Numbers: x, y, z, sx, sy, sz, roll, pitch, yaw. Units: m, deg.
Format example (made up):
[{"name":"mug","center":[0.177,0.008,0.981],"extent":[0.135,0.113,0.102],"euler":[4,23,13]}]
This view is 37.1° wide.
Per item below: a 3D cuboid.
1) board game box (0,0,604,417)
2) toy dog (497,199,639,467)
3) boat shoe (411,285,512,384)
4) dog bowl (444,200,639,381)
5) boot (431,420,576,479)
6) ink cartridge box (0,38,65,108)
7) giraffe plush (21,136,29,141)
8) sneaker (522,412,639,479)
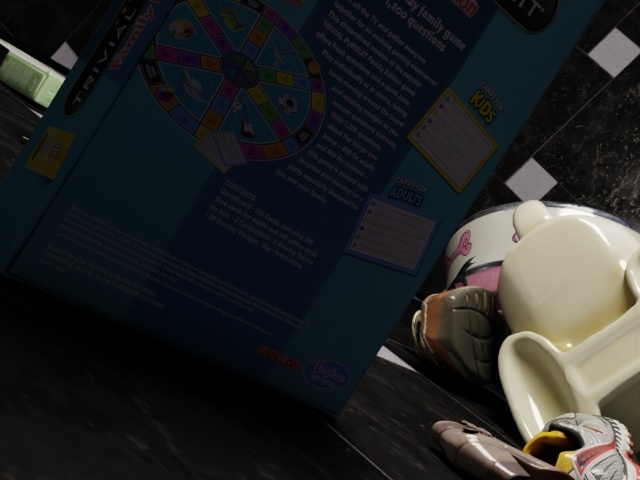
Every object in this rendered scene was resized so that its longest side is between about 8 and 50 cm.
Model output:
[{"name":"board game box","center":[-0.004,-0.085,0.581],"extent":[0.254,0.336,0.079],"euler":[31,3,-37]},{"name":"toy dog","center":[0.388,0.164,1.256],"extent":[0.408,0.284,0.395],"euler":[41,7,-47]},{"name":"boat shoe","center":[0.182,0.135,1.277],"extent":[0.120,0.122,0.324],"euler":[0,-14,24]},{"name":"dog bowl","center":[0.388,0.119,1.575],"extent":[0.408,0.150,0.408],"euler":[15,-34,10]},{"name":"boot","center":[0.143,0.173,0.742],"extent":[0.118,0.042,0.087],"euler":[31,1,-38]},{"name":"ink cartridge box","center":[-0.440,-0.249,1.517],"extent":[0.235,0.056,0.171],"euler":[30,1,35]},{"name":"giraffe plush","center":[-0.193,-0.151,1.030],"extent":[0.210,0.170,0.181],"euler":[21,-4,-36]},{"name":"sneaker","center":[0.228,0.192,0.859],"extent":[0.093,0.088,0.225],"euler":[31,3,2]}]
